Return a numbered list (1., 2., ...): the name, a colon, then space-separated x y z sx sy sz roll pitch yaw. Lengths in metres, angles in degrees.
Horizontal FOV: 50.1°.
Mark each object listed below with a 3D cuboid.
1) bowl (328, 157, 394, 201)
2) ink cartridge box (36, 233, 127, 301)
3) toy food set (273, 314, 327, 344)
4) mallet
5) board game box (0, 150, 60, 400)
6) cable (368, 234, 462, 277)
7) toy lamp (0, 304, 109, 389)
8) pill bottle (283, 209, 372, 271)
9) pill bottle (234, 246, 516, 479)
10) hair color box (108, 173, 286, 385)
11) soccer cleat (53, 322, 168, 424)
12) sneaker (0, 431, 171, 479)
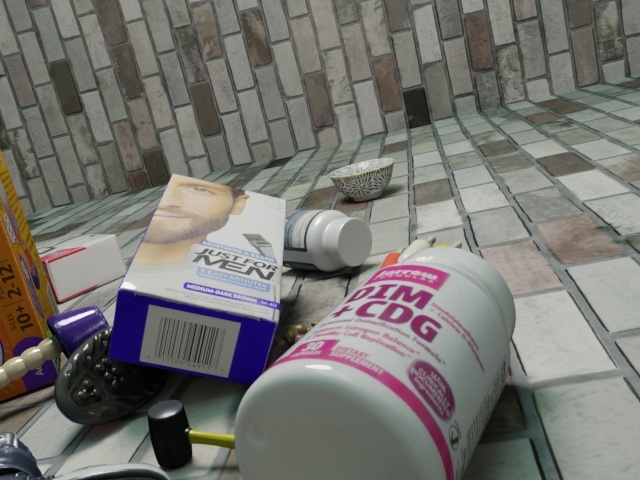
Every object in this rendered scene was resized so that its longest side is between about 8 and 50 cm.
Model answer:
1. bowl: 0.109 -0.145 1.704 0.170 0.080 0.170 -13 14 3
2. ink cartridge box: -0.580 0.057 1.547 0.237 0.100 0.172 0 19 44
3. toy food set: -0.004 0.124 0.905 0.122 0.019 0.078 -10 13 -17
4. mallet: -0.083 0.184 0.651 0.189 0.062 0.039 -7 17 24
5. board game box: -0.634 0.062 1.051 0.356 0.357 0.356 -18 14 -17
6. cable: 0.083 0.070 0.913 0.139 0.072 0.287 -11 14 35
7. toy lamp: -0.411 0.175 0.908 0.274 0.080 0.080 -34 22 -26
8. pill bottle: 0.000 0.000 1.192 0.108 0.108 0.180 -25 18 -37
9. pill bottle: 0.067 0.113 0.576 0.160 0.161 0.283 -6 16 30
10. hair color box: -0.148 0.036 0.923 0.185 0.110 0.339 13 25 -8
11. soccer cleat: -0.254 0.151 0.913 0.116 0.109 0.318 -35 9 27
12. sneaker: -0.243 0.221 0.614 0.226 0.086 0.163 -17 17 -7
